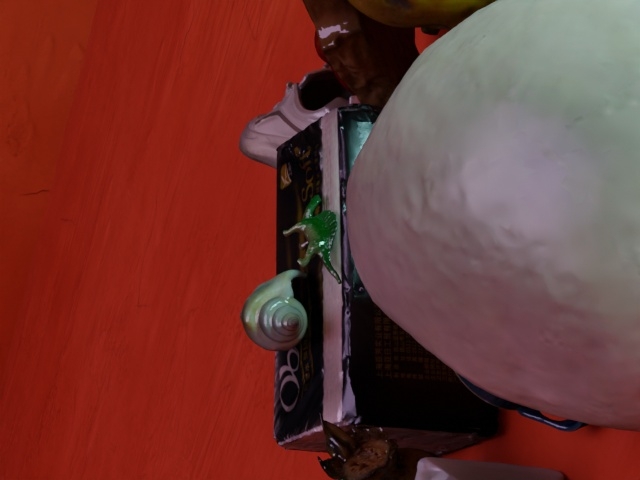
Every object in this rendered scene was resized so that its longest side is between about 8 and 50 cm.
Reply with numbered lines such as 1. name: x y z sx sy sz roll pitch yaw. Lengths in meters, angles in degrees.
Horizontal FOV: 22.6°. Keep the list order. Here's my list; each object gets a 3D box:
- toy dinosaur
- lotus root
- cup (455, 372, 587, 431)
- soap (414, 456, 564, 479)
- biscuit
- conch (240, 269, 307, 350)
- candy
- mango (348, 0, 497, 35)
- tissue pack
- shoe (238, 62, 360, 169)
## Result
1. toy dinosaur: 0.000 0.000 1.683 0.060 0.029 0.119 -50 40 16
2. lotus root: 0.084 0.285 1.620 0.278 0.154 0.154 64 173 -27
3. cup: 0.221 0.088 1.521 0.176 0.131 0.155 57 139 15
4. soap: 0.147 0.349 1.538 0.087 0.160 0.265 -141 61 -66
5. biscuit: 0.027 -0.324 1.857 0.076 0.368 0.394 -20 55 19
6. conch: -0.051 0.073 1.707 0.180 0.065 0.088 -169 87 -70
7. candy: 0.197 -0.036 1.352 0.427 0.186 0.386 -2 84 40
8. mango: 0.162 -0.365 1.602 0.365 0.253 0.182 -45 10 5
9. tissue pack: 0.071 0.044 1.767 0.198 0.210 0.370 142 133 -63
10. shoe: -0.012 -0.168 2.165 0.316 0.124 0.159 34 115 60
